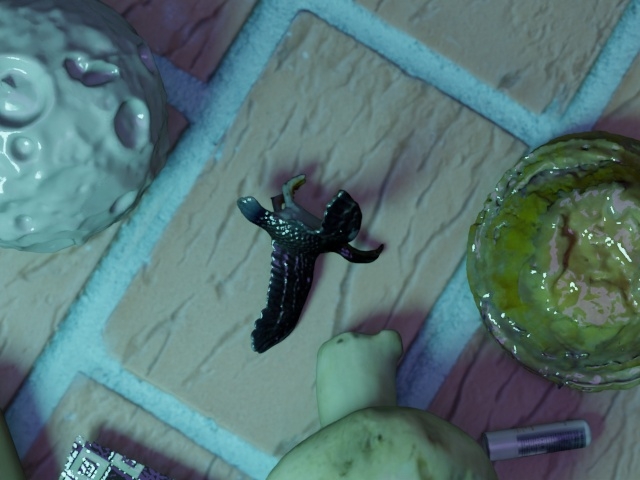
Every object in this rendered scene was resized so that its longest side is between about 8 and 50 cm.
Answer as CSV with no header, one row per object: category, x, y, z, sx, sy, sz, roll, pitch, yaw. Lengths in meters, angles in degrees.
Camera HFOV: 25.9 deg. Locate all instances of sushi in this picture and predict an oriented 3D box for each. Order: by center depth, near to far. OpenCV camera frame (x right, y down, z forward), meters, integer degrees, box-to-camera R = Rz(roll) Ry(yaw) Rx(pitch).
sushi,-0.250,0.373,1.789,0.210,0.040,0.193,23,91,-4

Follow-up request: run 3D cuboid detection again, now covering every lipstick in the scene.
lipstick,0.285,0.263,1.834,0.141,0.040,0.040,-7,85,-5

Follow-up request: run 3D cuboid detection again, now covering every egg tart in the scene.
egg tart,0.364,0.024,1.812,0.352,0.150,0.352,0,85,0

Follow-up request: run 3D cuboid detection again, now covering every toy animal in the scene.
toy animal,-0.004,-0.013,1.803,0.197,0.272,0.160,-18,64,-42

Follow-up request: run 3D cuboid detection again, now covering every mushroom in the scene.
mushroom,0.065,0.283,1.732,0.314,0.314,0.336,-1,54,-4

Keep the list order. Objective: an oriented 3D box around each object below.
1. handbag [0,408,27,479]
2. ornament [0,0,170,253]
handbag,-0.489,0.346,1.663,0.302,0.149,0.283,-26,90,-46
ornament,-0.351,-0.154,1.697,0.337,0.337,0.337,0,85,-4
